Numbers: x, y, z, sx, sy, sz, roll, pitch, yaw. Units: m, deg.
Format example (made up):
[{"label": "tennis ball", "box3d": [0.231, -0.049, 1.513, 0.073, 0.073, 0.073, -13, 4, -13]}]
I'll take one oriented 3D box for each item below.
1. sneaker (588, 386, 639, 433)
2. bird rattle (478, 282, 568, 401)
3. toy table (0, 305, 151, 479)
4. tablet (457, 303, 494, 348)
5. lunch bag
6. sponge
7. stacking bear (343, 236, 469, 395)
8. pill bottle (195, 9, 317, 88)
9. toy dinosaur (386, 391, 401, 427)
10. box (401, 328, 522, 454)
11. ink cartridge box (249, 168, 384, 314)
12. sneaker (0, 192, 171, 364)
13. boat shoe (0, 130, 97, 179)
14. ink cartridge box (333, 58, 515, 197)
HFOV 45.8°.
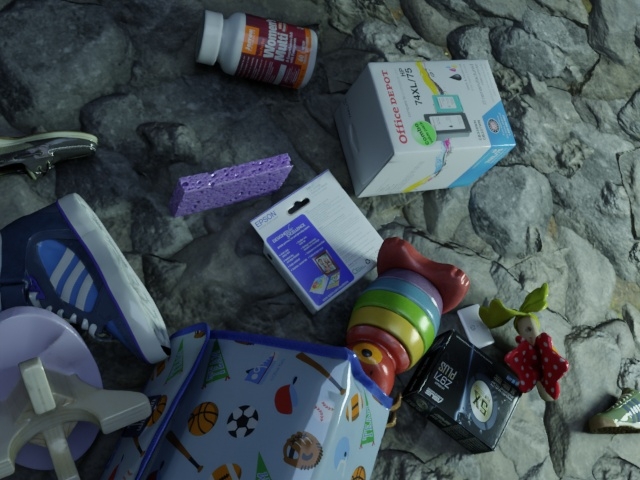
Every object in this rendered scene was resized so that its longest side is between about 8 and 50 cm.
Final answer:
[{"label": "sneaker", "box3d": [0.612, 0.338, 1.517, 0.192, 0.064, 0.086, 4, 61, -19]}, {"label": "bird rattle", "box3d": [0.406, 0.206, 1.403, 0.143, 0.207, 0.253, -26, 34, 8]}, {"label": "toy table", "box3d": [-0.374, 0.241, 1.043, 0.252, 0.161, 0.274, -30, 124, -16]}, {"label": "tablet", "box3d": [0.307, 0.170, 1.495, 0.054, 0.006, 0.083, -15, 75, -25]}, {"label": "lunch bag", "box3d": [-0.138, 0.307, 1.106, 0.385, 0.239, 0.328, 6, 58, 30]}, {"label": "sponge", "box3d": [-0.162, -0.097, 1.361, 0.210, 0.117, 0.031, -16, 74, -25]}, {"label": "stacking bear", "box3d": [0.115, 0.163, 1.317, 0.175, 0.164, 0.289, 28, 52, 12]}, {"label": "pill bottle", "box3d": [-0.127, -0.376, 1.481, 0.221, 0.121, 0.121, 9, 67, -18]}, {"label": "toy dinosaur", "box3d": [0.082, 0.304, 1.331, 0.112, 0.064, 0.211, 8, 48, -11]}, {"label": "box", "box3d": [0.263, 0.279, 1.396, 0.180, 0.077, 0.147, 38, 62, -3]}, {"label": "ink cartridge box", "box3d": [0.000, 0.000, 1.424, 0.206, 0.045, 0.208, -35, 86, -28]}, {"label": "sneaker", "box3d": [-0.403, 0.105, 1.174, 0.236, 0.130, 0.323, -34, 76, -5]}, {"label": "boat shoe", "box3d": [-0.490, -0.137, 1.281, 0.223, 0.080, 0.073, -7, 78, -17]}, {"label": "ink cartridge box", "box3d": [0.198, -0.222, 1.498, 0.270, 0.197, 0.198, -8, 72, -22]}]
